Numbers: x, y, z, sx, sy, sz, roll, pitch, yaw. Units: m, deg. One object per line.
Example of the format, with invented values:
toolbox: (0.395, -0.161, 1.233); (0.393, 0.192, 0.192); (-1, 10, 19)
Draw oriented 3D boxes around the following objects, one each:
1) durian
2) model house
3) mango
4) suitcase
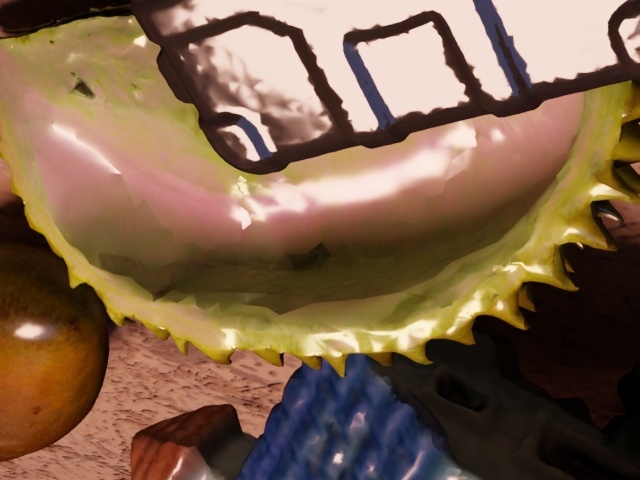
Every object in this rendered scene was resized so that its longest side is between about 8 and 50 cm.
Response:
durian: (-0.006, -0.042, 0.628); (0.351, 0.158, 0.169); (-5, 139, 29)
model house: (0.070, 0.134, 0.803); (0.329, 0.295, 0.252); (29, 114, 14)
mango: (-0.202, 0.074, 0.894); (0.133, 0.111, 0.267); (37, 143, -9)
suitcase: (-0.008, -0.160, 0.453); (0.206, 0.066, 0.286); (-12, 123, 30)
